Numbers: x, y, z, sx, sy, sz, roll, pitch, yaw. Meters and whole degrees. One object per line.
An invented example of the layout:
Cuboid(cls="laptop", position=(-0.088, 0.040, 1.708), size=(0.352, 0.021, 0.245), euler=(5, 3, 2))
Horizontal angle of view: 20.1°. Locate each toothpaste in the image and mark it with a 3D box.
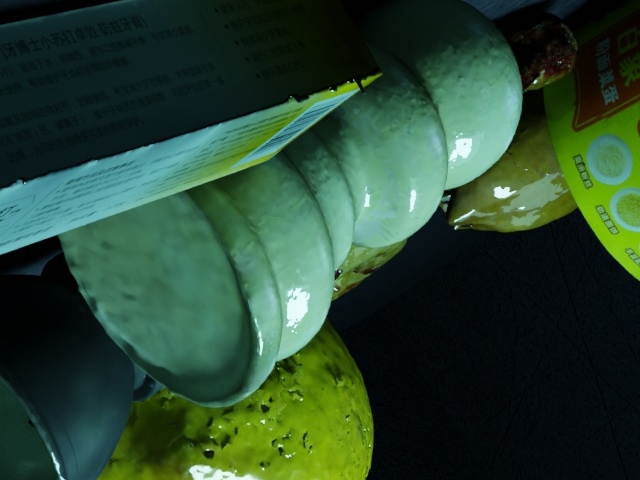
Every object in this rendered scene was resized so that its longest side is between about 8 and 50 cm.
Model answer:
Cuboid(cls="toothpaste", position=(-0.095, -0.041, 0.671), size=(0.089, 0.071, 0.313), euler=(-34, 175, 34))

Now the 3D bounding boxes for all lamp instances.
Cuboid(cls="lamp", position=(-0.113, 0.037, 1.023), size=(0.227, 0.147, 0.172), euler=(-39, 155, -34))

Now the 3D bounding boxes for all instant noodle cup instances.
Cuboid(cls="instant noodle cup", position=(0.330, -0.105, 1.433), size=(0.221, 0.311, 0.311), euler=(-26, 179, 33))

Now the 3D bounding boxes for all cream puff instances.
Cuboid(cls="cream puff", position=(0.000, 0.000, 1.457), size=(0.149, 0.084, 0.149), euler=(-34, 171, -6))

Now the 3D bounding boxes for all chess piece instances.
Cuboid(cls="chess piece", position=(0.003, -0.040, 0.920), size=(0.251, 0.144, 0.144), euler=(-35, 177, -36))

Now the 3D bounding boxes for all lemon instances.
Cuboid(cls="lemon", position=(-0.091, 0.140, 1.295), size=(0.258, 0.258, 0.310), euler=(-32, 171, -8))

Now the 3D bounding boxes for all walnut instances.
Cuboid(cls="walnut", position=(0.192, -0.086, 1.580), size=(0.245, 0.137, 0.137), euler=(-33, 175, -30))

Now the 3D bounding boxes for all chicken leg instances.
Cuboid(cls="chicken leg", position=(0.136, -0.125, 1.309), size=(0.106, 0.051, 0.253), euler=(-28, 177, 24))
